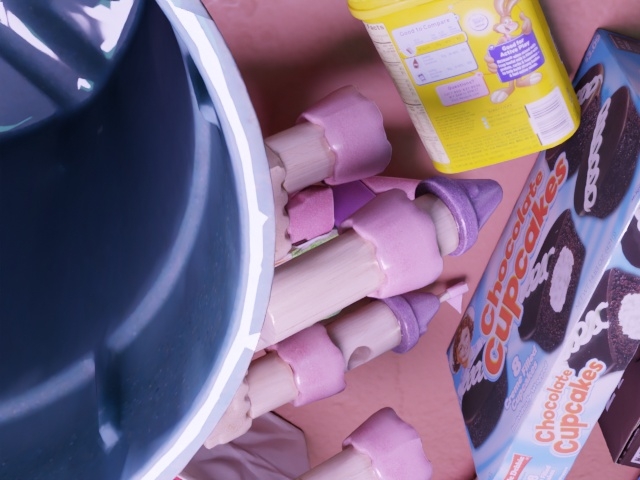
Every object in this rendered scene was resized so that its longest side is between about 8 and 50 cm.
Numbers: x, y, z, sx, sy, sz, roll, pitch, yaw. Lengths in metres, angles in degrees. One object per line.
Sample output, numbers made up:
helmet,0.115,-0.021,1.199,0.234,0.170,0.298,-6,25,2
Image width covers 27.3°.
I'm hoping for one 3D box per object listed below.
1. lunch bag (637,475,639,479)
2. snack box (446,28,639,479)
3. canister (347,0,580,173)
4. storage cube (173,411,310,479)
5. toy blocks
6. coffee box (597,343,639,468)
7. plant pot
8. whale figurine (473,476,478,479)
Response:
lunch bag,0.325,0.248,1.227,0.067,0.065,0.098,9,121,-28
snack box,0.190,0.024,1.000,0.060,0.187,0.322,14,120,-13
canister,0.105,-0.139,0.949,0.126,0.073,0.170,-14,126,23
storage cube,-0.129,0.235,1.097,0.184,0.215,0.193,36,107,-23
toy blocks,0.000,0.000,0.980,0.260,0.309,0.288,-27,139,-24
coffee box,0.376,0.118,1.087,0.297,0.168,0.118,14,120,-12
plant pot,-0.199,-0.079,0.589,0.341,0.334,0.341,-3,120,-4
whale figurine,0.074,0.314,1.201,0.272,0.141,0.216,-26,120,11
